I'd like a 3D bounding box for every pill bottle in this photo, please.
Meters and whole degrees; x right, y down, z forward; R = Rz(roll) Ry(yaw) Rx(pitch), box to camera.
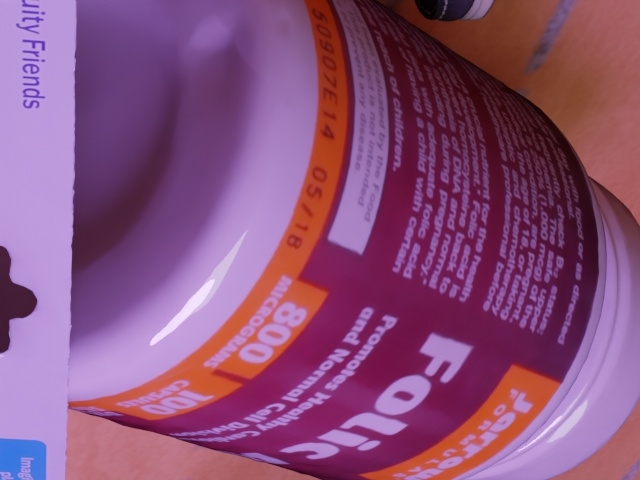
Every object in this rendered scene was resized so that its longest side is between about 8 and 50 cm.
[{"bbox_3d":[0.000,0.000,0.929,0.224,0.224,0.392,-41,147,18],"label":"pill bottle"}]

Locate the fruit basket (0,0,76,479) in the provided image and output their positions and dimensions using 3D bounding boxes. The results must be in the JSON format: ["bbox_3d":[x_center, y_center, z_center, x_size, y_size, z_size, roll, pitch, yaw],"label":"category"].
[{"bbox_3d":[-0.263,0.022,0.663,0.353,0.165,0.327,7,139,-4],"label":"fruit basket"}]

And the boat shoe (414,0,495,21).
[{"bbox_3d":[0.040,-0.183,0.846,0.073,0.080,0.223,-17,142,-10],"label":"boat shoe"}]
